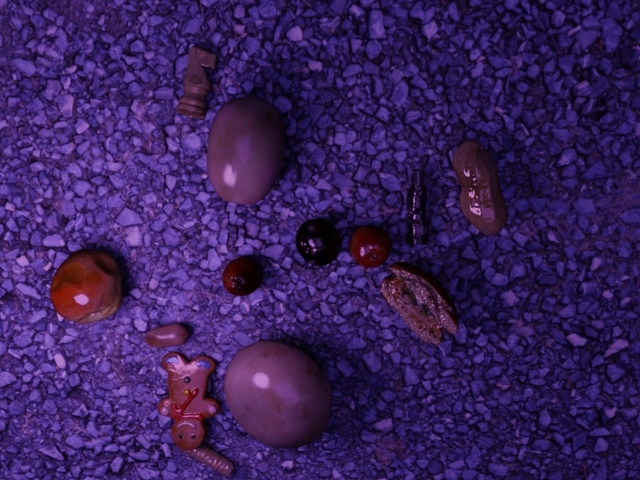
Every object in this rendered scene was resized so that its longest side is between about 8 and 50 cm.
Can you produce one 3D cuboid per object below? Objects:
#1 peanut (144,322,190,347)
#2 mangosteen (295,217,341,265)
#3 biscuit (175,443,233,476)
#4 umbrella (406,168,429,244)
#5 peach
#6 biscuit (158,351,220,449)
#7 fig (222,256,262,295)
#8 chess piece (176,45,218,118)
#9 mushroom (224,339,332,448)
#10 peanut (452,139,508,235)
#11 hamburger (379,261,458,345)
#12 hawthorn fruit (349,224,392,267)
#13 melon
[{"bbox_3d":[-0.498,0.310,1.773,0.152,0.076,0.076,-11,101,2],"label":"peanut"},{"bbox_3d":[0.000,0.000,1.666,0.153,0.152,0.152,0,102,2],"label":"mangosteen"},{"bbox_3d":[-0.396,0.734,1.865,0.219,0.055,0.061,33,137,-4],"label":"biscuit"},{"bbox_3d":[0.300,-0.101,1.672,0.066,0.059,0.235,-5,100,-19],"label":"umbrella"},{"bbox_3d":[-0.715,0.134,1.686,0.214,0.214,0.235,-14,65,5],"label":"peach"},{"bbox_3d":[-0.434,0.536,1.804,0.205,0.049,0.324,5,93,0],"label":"biscuit"},{"bbox_3d":[-0.239,0.110,1.697,0.128,0.150,0.128,7,74,-23],"label":"fig"},{"bbox_3d":[-0.363,-0.468,1.609,0.090,0.090,0.200,11,90,-1],"label":"chess piece"},{"bbox_3d":[-0.120,0.465,1.717,0.362,0.294,0.362,13,121,23],"label":"mushroom"},{"bbox_3d":[0.474,-0.156,1.623,0.130,0.130,0.290,-14,98,4],"label":"peanut"},{"bbox_3d":[0.309,0.170,1.678,0.144,0.156,0.283,-40,93,29],"label":"hamburger"},{"bbox_3d":[0.151,0.021,1.659,0.133,0.138,0.132,-1,102,-2],"label":"hawthorn fruit"},{"bbox_3d":[-0.213,-0.261,1.570,0.223,0.223,0.317,8,97,0],"label":"melon"}]
